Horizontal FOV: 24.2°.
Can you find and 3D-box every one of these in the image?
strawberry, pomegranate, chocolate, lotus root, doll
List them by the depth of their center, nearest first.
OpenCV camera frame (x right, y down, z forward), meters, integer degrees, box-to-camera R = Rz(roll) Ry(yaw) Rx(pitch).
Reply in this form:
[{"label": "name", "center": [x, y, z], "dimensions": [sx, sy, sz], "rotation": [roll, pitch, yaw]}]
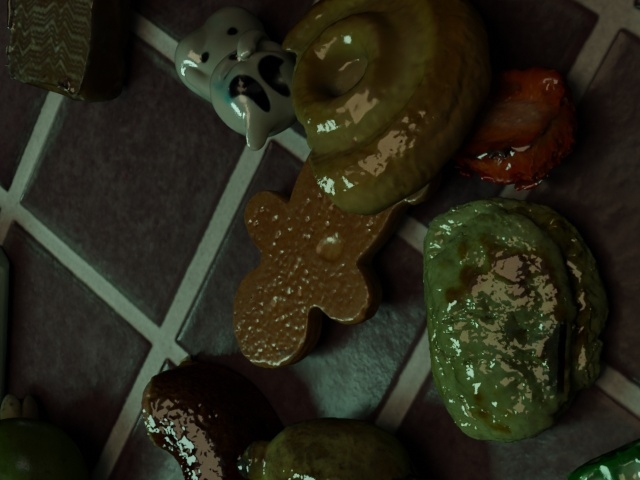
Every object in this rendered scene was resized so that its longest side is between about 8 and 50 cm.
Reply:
[{"label": "strawberry", "center": [0.177, -0.114, 1.483], "dimensions": [0.188, 0.082, 0.121], "rotation": [17, 68, 46]}, {"label": "lotus root", "center": [0.014, 0.252, 1.581], "dimensions": [0.214, 0.138, 0.138], "rotation": [18, 103, 25]}, {"label": "doll", "center": [-0.083, -0.180, 1.624], "dimensions": [0.110, 0.107, 0.181], "rotation": [-38, 39, -5]}, {"label": "chocolate", "center": [-0.295, -0.282, 1.796], "dimensions": [0.148, 0.093, 0.214], "rotation": [19, 104, 32]}, {"label": "pomegranate", "center": [-0.374, 0.281, 1.845], "dimensions": [0.179, 0.179, 0.211], "rotation": [-20, 69, 35]}]

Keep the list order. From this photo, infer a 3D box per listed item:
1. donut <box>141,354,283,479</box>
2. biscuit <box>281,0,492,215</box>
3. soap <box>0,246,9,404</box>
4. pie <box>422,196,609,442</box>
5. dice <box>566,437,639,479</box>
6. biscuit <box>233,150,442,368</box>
[{"label": "donut", "center": [-0.120, 0.221, 1.688], "dimensions": [0.144, 0.126, 0.187], "rotation": [-9, 88, 29]}, {"label": "biscuit", "center": [0.065, -0.171, 1.491], "dimensions": [0.213, 0.091, 0.274], "rotation": [-36, 42, 17]}, {"label": "soap", "center": [-0.499, 0.144, 1.967], "dimensions": [0.172, 0.095, 0.290], "rotation": [8, 98, 34]}, {"label": "pie", "center": [0.183, 0.079, 1.476], "dimensions": [0.201, 0.090, 0.248], "rotation": [-4, 94, 33]}, {"label": "dice", "center": [0.311, 0.246, 1.375], "dimensions": [0.131, 0.120, 0.128], "rotation": [-28, 77, 35]}, {"label": "biscuit", "center": [0.002, 0.001, 1.624], "dimensions": [0.205, 0.049, 0.324], "rotation": [39, 110, 32]}]
